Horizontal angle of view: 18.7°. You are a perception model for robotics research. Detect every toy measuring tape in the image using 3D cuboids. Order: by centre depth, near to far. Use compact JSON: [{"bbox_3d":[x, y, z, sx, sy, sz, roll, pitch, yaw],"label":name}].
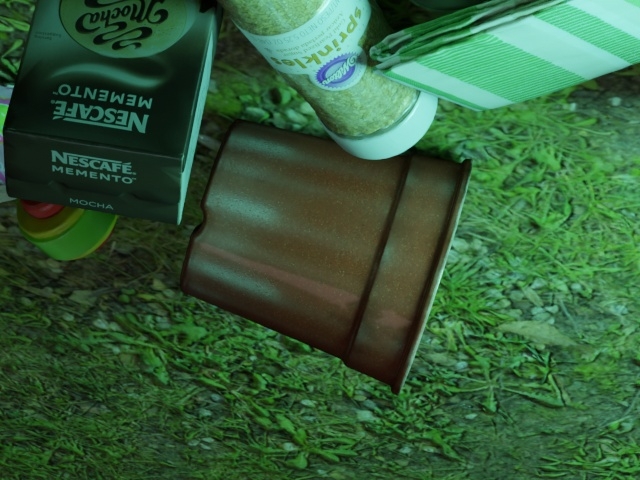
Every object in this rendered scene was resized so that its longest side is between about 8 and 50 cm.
[{"bbox_3d":[-0.347,-0.024,2.284,0.330,0.121,0.121,-11,143,29],"label":"toy measuring tape"}]

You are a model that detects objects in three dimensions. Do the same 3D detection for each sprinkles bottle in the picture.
[{"bbox_3d":[-0.003,-0.204,1.856,0.121,0.121,0.355,-6,154,23],"label":"sprinkles bottle"}]

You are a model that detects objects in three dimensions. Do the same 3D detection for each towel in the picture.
[{"bbox_3d":[0.239,-0.201,1.838,0.324,0.038,0.248,-20,162,29],"label":"towel"}]

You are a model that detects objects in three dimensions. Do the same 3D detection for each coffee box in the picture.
[{"bbox_3d":[-0.185,-0.177,1.823,0.168,0.297,0.119,9,148,-1],"label":"coffee box"}]

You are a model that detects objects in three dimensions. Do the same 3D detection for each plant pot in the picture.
[{"bbox_3d":[0.000,0.000,2.123,0.265,0.272,0.272,18,148,1],"label":"plant pot"}]

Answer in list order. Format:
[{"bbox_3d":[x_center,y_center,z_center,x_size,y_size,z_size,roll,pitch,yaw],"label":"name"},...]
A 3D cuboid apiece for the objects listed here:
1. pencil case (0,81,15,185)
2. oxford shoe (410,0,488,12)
[{"bbox_3d":[-0.415,-0.141,2.118,0.284,0.124,0.124,16,148,-13],"label":"pencil case"},{"bbox_3d":[0.198,-0.309,1.682,0.169,0.130,0.449,23,147,-25],"label":"oxford shoe"}]
